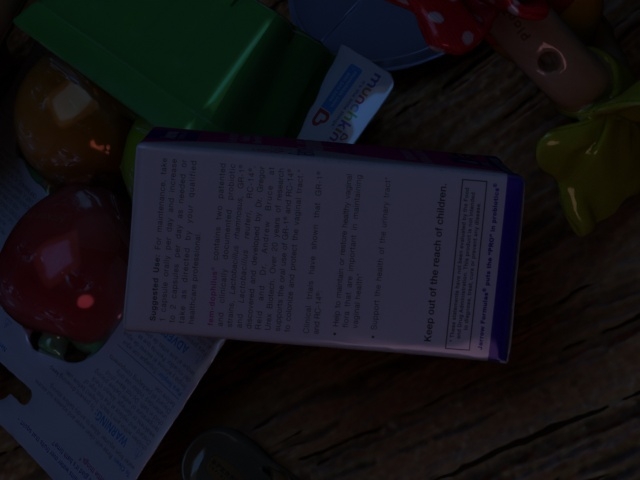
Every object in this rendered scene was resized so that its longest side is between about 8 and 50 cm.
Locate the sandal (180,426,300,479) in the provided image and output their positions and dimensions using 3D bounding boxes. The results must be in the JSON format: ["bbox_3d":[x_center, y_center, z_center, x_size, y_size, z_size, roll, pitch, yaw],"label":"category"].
[{"bbox_3d":[-0.032,0.167,0.979,0.180,0.049,0.072,30,82,39],"label":"sandal"}]

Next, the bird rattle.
[{"bbox_3d":[0.122,-0.131,0.948,0.143,0.253,0.207,-48,19,22],"label":"bird rattle"}]

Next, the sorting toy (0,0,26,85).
[{"bbox_3d":[-0.269,-0.128,1.200,0.208,0.038,0.193,-50,16,58],"label":"sorting toy"}]

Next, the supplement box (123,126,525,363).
[{"bbox_3d":[0.000,0.000,0.931,0.220,0.111,0.113,4,99,-3],"label":"supplement box"}]

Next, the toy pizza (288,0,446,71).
[{"bbox_3d":[0.069,-0.203,1.143,0.201,0.032,0.201,-14,56,23],"label":"toy pizza"}]

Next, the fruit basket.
[{"bbox_3d":[-0.139,-0.026,1.117,0.327,0.165,0.353,35,100,40],"label":"fruit basket"}]
